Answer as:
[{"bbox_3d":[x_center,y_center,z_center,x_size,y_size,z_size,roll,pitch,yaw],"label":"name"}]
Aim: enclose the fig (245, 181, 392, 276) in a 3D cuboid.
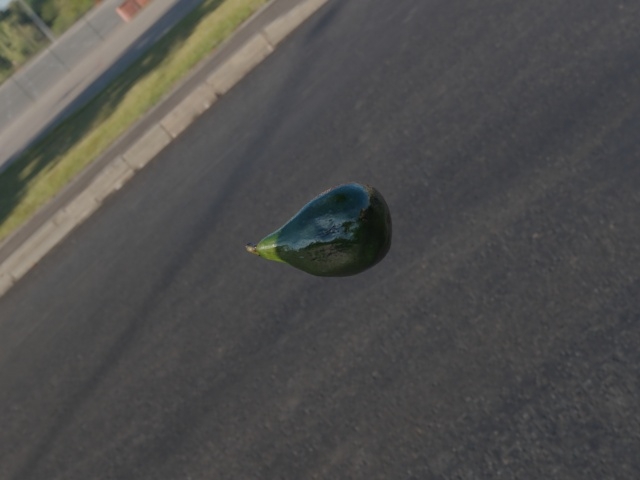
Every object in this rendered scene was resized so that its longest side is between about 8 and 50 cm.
[{"bbox_3d":[0.000,0.000,1.131,0.177,0.117,0.117,-23,23,9],"label":"fig"}]
